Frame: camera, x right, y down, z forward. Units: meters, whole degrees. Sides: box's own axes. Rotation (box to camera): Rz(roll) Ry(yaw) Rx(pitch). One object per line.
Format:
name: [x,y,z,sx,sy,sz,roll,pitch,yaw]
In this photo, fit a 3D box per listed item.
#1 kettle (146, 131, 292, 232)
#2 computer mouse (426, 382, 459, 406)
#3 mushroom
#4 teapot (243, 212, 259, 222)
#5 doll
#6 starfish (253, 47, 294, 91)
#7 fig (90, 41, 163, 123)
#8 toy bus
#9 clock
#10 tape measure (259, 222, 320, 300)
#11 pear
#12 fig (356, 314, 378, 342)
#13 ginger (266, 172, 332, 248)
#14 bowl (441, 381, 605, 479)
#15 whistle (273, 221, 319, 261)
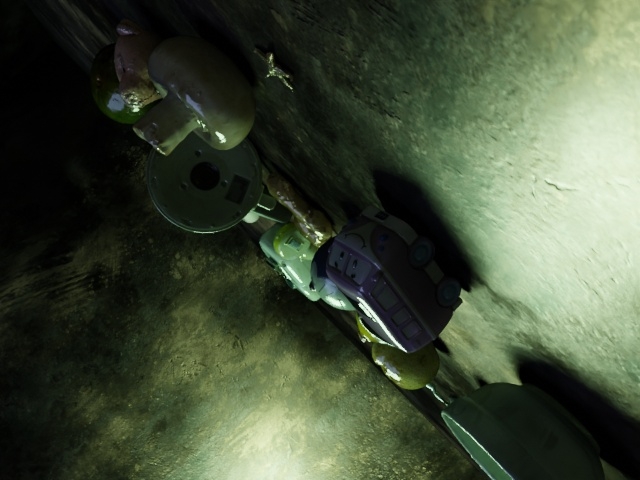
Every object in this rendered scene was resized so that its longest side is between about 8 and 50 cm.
kettle: [-0.234,-0.134,1.810,0.360,0.250,0.376,18,179,-11]
computer mouse: [0.383,0.410,1.657,0.379,0.090,0.167,37,166,36]
mushroom: [-0.214,-0.223,1.218,0.204,0.204,0.204,45,172,8]
teapot: [-0.238,-0.116,2.260,0.145,0.092,0.226,46,171,-19]
doll: [-0.302,-0.300,1.482,0.303,0.156,0.201,38,163,22]
starfish: [-0.067,-0.243,1.028,0.092,0.016,0.086,45,170,25]
fig: [-0.448,-0.386,1.821,0.195,0.195,0.245,45,-153,9]
toy bus: [0.109,0.059,1.149,0.202,0.142,0.142,52,171,-33]
clock: [0.088,0.093,1.440,0.243,0.146,0.199,43,167,-8]
tape measure: [-0.080,0.065,2.222,0.246,0.125,0.243,50,171,-31]
pear: [0.202,0.270,1.743,0.167,0.136,0.167,49,174,7]
fig: [0.144,0.160,1.594,0.136,0.120,0.153,47,150,29]
ginger: [-0.044,-0.059,1.653,0.214,0.059,0.133,43,167,10]
bowl: [0.362,0.361,1.278,0.307,0.163,0.307,45,173,7]
whistle: [-0.043,0.022,1.967,0.198,0.104,0.057,35,-175,-45]
